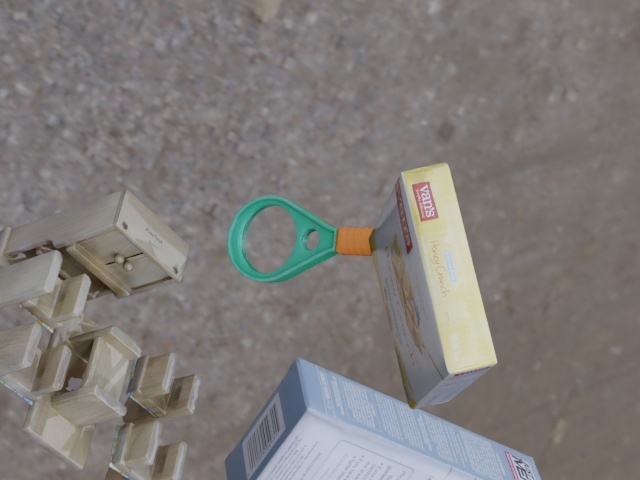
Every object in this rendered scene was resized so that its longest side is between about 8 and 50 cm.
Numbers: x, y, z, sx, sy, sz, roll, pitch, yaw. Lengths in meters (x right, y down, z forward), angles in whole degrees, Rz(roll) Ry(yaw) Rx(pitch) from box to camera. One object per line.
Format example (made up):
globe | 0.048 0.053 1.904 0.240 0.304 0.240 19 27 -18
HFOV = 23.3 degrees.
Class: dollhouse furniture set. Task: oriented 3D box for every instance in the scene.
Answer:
dollhouse furniture set | -0.235 0.094 1.442 0.212 0.161 0.242 45 41 -38

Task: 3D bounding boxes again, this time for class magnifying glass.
magnifying glass | 0.000 0.000 1.582 0.026 0.231 0.092 16 78 -56

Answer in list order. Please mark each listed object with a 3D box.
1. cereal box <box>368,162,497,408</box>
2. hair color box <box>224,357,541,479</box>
cereal box | 0.093 0.047 1.353 0.047 0.173 0.240 -12 167 -7
hair color box | 0.087 0.313 1.981 0.374 0.114 0.185 25 114 -22
